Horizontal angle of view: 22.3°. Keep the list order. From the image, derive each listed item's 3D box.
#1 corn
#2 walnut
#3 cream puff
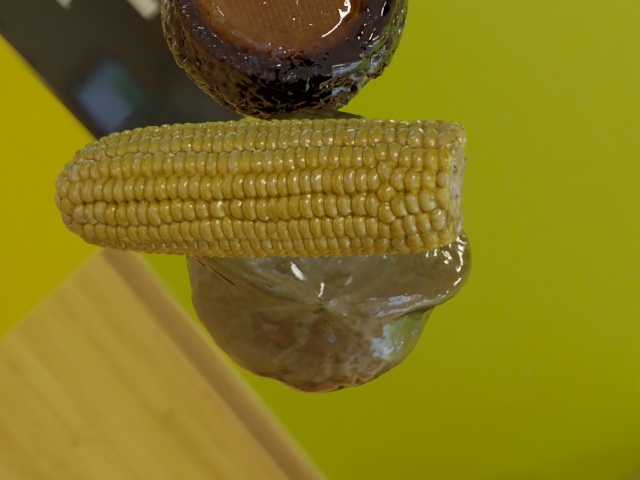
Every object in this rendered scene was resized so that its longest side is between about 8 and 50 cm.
[{"bbox_3d":[-0.033,-0.030,0.931,0.081,0.248,0.081,-1,90,-69],"label":"corn"},{"bbox_3d":[0.000,0.000,1.393,0.282,0.227,0.283,12,21,-5],"label":"walnut"},{"bbox_3d":[-0.033,-0.225,1.530,0.239,0.239,0.165,52,-8,13],"label":"cream puff"}]
